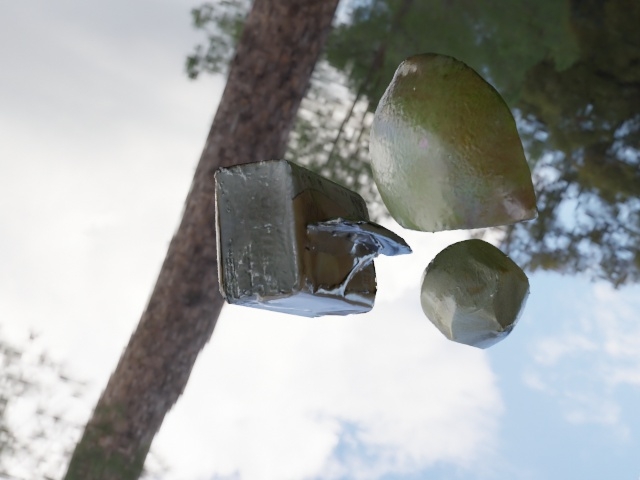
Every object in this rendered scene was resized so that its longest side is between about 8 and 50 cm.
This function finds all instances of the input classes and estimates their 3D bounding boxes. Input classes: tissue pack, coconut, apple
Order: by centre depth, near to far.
[{"bbox_3d":[0.115,-0.101,1.228,0.120,0.193,0.265,-25,-164,-17],"label":"apple"},{"bbox_3d":[0.241,0.085,1.752,0.161,0.161,0.162,1,-150,-43],"label":"coconut"},{"bbox_3d":[0.000,0.000,1.777,0.238,0.238,0.305,32,-175,25],"label":"tissue pack"}]
